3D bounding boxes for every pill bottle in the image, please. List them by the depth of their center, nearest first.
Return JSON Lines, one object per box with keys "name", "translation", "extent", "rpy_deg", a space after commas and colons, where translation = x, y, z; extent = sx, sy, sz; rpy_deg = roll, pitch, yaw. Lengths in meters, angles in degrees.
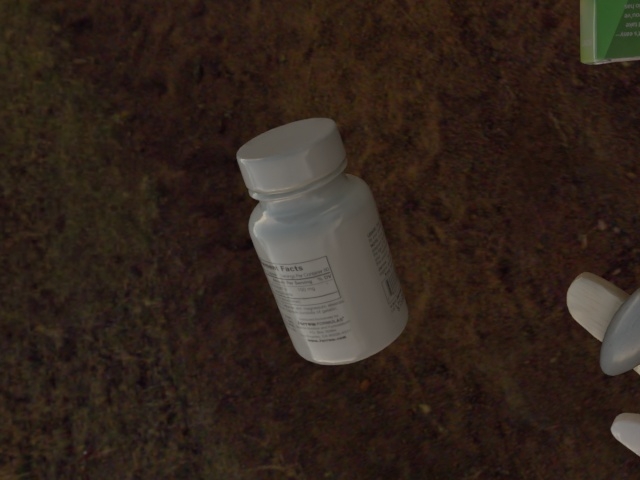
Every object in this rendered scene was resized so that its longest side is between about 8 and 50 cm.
{"name": "pill bottle", "translation": [0.000, 0.000, 0.766], "extent": [0.131, 0.131, 0.229], "rpy_deg": [3, 122, 40]}

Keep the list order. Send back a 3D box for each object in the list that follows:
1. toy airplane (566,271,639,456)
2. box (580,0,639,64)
{"name": "toy airplane", "translation": [0.516, 0.196, 0.890], "extent": [0.386, 0.272, 0.384], "rpy_deg": [-10, 92, 23]}
{"name": "box", "translation": [0.374, -0.342, 0.727], "extent": [0.232, 0.058, 0.321], "rpy_deg": [-3, 100, 4]}
